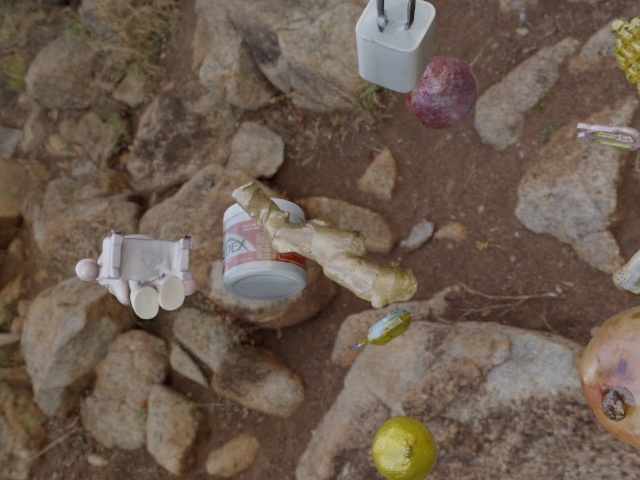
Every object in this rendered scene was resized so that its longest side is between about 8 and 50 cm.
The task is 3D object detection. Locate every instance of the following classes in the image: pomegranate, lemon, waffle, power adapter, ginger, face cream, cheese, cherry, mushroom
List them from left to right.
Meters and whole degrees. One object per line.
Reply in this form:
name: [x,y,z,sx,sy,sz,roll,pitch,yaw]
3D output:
face cream: [-0.132,0.025,1.491,0.201,0.200,0.187,136,136,-55]
ginger: [0.000,0.000,0.834,0.089,0.288,0.075,-51,-27,-13]
cheese: [0.187,0.275,1.899,0.069,0.177,0.270,56,141,7]
power adapter: [0.142,-0.397,1.187,0.125,0.129,0.205,-61,-14,-16]
lemon: [0.225,0.563,1.687,0.203,0.178,0.179,79,-165,-75]
cherry: [0.313,-0.394,1.645,0.192,0.249,0.175,-13,69,19]
pomegranate: [0.738,0.313,1.413,0.338,0.337,0.339,-169,90,-68]
mushroom: [0.726,0.032,1.354,0.209,0.084,0.071,-58,-6,25]
waffle: [0.730,-0.363,1.301,0.051,0.291,0.291,-51,23,-4]

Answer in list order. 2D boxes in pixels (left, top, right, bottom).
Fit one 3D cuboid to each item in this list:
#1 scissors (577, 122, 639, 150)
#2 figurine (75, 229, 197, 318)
scissors: [0.769,-0.230,1.476,0.317,0.160,0.024,17,89,24]
figurine: [-0.309,0.047,1.056,0.256,0.181,0.145,-5,102,61]
